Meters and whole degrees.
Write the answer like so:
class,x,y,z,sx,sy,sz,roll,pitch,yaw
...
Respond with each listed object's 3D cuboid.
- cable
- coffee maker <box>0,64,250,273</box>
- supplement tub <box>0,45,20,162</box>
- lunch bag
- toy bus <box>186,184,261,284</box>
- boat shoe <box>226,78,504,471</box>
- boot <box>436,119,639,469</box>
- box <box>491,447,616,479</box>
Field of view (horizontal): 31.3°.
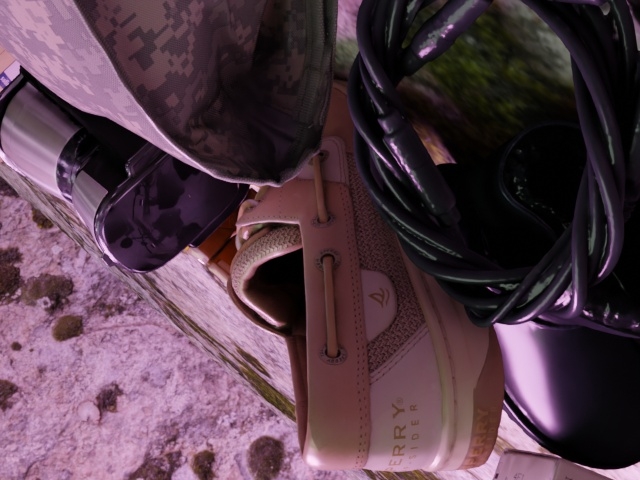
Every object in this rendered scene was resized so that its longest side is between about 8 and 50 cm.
class,x,y,z,sx,sy,sz,roll,pitch,yaw
cable,0.074,-0.045,0.517,0.150,0.047,0.185,22,120,25
coffee maker,-0.140,-0.086,0.841,0.178,0.171,0.120,35,-170,38
supplement tub,-0.401,-0.152,1.121,0.228,0.316,0.228,39,165,13
lunch bag,-0.122,-0.170,0.627,0.235,0.169,0.287,25,153,50
toy bus,-0.036,-0.020,0.946,0.191,0.104,0.202,24,-157,-48
boat shoe,0.000,0.000,0.677,0.341,0.110,0.122,-115,25,-55
boot,0.152,0.047,0.653,0.246,0.094,0.207,51,168,-8
box,0.239,0.237,0.758,0.275,0.113,0.094,22,168,-11
